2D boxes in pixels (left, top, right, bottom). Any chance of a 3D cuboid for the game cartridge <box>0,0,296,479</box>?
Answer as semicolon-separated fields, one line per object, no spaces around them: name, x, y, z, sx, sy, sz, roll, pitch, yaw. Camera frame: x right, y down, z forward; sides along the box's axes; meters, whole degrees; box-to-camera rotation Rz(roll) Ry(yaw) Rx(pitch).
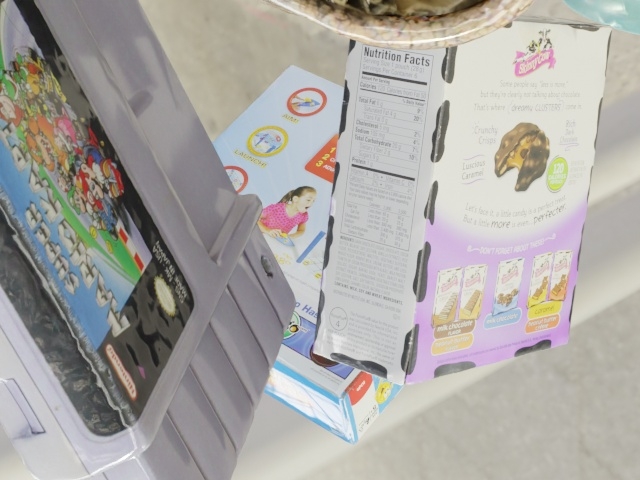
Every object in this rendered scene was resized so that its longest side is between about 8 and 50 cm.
game cartridge;-0.118;-0.061;0.584;0.230;0.068;0.355;-78;-36;-65

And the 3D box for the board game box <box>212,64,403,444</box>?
board game box;0.000;0.000;1.361;0.308;0.302;0.086;28;151;30

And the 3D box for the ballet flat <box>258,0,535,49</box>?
ballet flat;-0.066;-0.121;0.253;0.107;0.316;0.106;-60;35;16

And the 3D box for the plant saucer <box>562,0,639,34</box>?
plant saucer;0.387;-0.237;1.325;0.317;0.317;0.044;0;80;65

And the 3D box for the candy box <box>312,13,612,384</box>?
candy box;0.083;-0.032;0.790;0.070;0.165;0.196;15;104;39
